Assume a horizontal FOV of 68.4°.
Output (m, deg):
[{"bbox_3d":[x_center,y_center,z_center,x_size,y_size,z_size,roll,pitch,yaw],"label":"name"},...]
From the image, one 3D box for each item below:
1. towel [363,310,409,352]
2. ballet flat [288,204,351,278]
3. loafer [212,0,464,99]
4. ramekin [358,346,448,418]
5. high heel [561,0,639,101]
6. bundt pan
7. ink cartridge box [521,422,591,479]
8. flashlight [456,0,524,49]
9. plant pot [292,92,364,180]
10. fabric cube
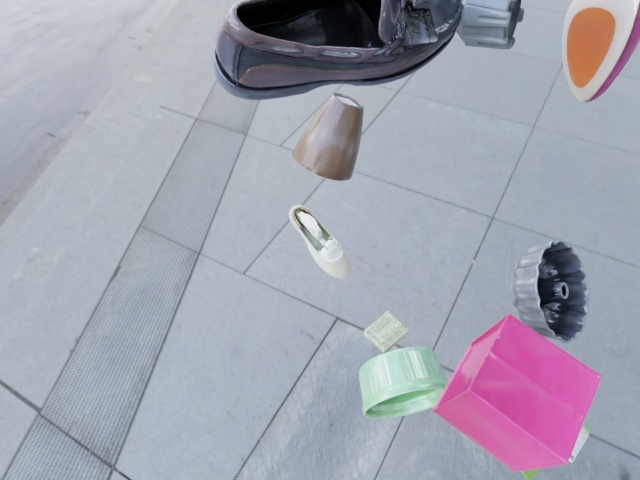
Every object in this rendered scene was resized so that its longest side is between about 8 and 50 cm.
[{"bbox_3d":[0.229,0.316,1.630,0.110,0.027,0.148,41,51,21],"label":"towel"},{"bbox_3d":[0.000,0.000,1.293,0.086,0.086,0.248,-38,85,-28],"label":"ballet flat"},{"bbox_3d":[0.036,-0.226,0.497,0.303,0.095,0.109,-21,84,-17],"label":"loafer"},{"bbox_3d":[0.274,0.476,1.578,0.304,0.303,0.148,-9,56,-6],"label":"ramekin"},{"bbox_3d":[0.480,-0.388,0.670,0.181,0.377,0.127,-16,45,-15],"label":"high heel"},{"bbox_3d":[0.739,0.166,1.540,0.331,0.330,0.124,-45,18,-32],"label":"bundt pan"},{"bbox_3d":[0.751,0.664,1.558,0.255,0.189,0.097,-47,19,-18],"label":"ink cartridge box"},{"bbox_3d":[0.128,-0.332,0.679,0.304,0.103,0.103,22,25,25],"label":"flashlight"},{"bbox_3d":[0.046,-0.346,1.524,0.215,0.230,0.215,17,30,-11],"label":"plant pot"},{"bbox_3d":[0.494,0.395,1.215,0.258,0.254,0.259,35,61,13],"label":"fabric cube"}]
